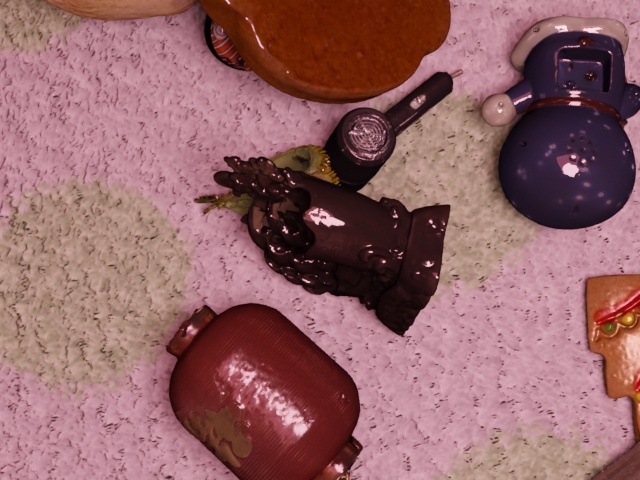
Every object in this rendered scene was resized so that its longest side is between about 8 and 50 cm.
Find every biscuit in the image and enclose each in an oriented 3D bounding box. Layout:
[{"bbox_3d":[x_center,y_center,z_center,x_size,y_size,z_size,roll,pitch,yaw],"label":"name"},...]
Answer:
[{"bbox_3d":[0.015,-0.348,1.197,0.358,0.074,0.381,-1,83,-37],"label":"biscuit"},{"bbox_3d":[0.406,0.126,1.225,0.238,0.041,0.212,43,96,11],"label":"biscuit"}]

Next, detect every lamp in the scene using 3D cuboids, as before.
[{"bbox_3d":[-0.062,0.182,1.173,0.258,0.180,0.180,43,85,3],"label":"lamp"}]

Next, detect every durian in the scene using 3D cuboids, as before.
[{"bbox_3d":[-0.052,-0.065,1.223,0.215,0.100,0.086,-16,83,43],"label":"durian"}]

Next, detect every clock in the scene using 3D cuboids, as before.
[{"bbox_3d":[0.287,-0.133,1.220,0.199,0.146,0.244,6,76,-4],"label":"clock"}]

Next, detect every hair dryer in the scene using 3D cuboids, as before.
[{"bbox_3d":[0.095,-0.147,1.242,0.219,0.124,0.071,-38,87,-20],"label":"hair dryer"}]

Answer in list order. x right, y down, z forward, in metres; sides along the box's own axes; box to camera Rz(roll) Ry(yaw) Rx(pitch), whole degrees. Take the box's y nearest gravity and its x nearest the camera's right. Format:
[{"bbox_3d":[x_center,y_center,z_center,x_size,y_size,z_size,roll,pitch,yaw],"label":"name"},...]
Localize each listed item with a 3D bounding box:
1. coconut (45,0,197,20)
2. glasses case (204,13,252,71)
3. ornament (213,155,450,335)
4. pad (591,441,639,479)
[{"bbox_3d":[-0.240,-0.397,1.172,0.254,0.297,0.297,10,84,10],"label":"coconut"},{"bbox_3d":[-0.064,-0.334,1.258,0.067,0.103,0.267,13,82,43],"label":"glasses case"},{"bbox_3d":[0.000,0.000,1.153,0.260,0.251,0.106,17,68,2],"label":"ornament"},{"bbox_3d":[0.497,0.334,1.185,0.250,0.055,0.323,-41,77,7],"label":"pad"}]
